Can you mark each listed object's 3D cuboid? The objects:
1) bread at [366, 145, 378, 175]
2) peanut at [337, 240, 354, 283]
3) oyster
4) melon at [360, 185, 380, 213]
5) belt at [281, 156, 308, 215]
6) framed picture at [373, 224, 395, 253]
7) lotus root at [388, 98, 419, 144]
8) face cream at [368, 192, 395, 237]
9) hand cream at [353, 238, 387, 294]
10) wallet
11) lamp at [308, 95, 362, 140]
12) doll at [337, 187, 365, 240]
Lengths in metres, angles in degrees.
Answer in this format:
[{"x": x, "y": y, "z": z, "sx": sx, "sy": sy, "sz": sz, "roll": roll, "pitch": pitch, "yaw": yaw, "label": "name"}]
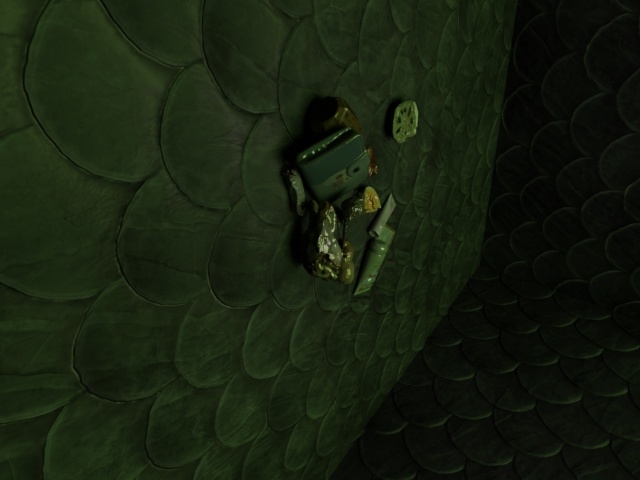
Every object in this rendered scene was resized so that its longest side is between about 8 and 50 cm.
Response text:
[{"x": 0.188, "y": -0.311, "z": 1.863, "sx": 0.135, "sy": 0.054, "sz": 0.154, "roll": -55, "pitch": 139, "yaw": -21, "label": "bread"}, {"x": 0.113, "y": 0.103, "z": 1.969, "sx": 0.104, "sy": 0.086, "sz": 0.227, "roll": -44, "pitch": 139, "yaw": -47, "label": "peanut"}, {"x": 0.006, "y": 0.003, "z": 1.632, "sx": 0.133, "sy": 0.198, "sz": 0.336, "roll": -42, "pitch": 146, "yaw": -60, "label": "oyster"}, {"x": 0.204, "y": -0.181, "z": 1.951, "sx": 0.160, "sy": 0.079, "sz": 0.128, "roll": -8, "pitch": 96, "yaw": -52, "label": "melon"}, {"x": -0.091, "y": -0.187, "z": 1.539, "sx": 0.071, "sy": 0.053, "sz": 0.231, "roll": -42, "pitch": 139, "yaw": -33, "label": "belt"}, {"x": 0.339, "y": -0.013, "z": 2.289, "sx": 0.201, "sy": 0.010, "sz": 0.135, "roll": 26, "pitch": 88, "yaw": -56, "label": "framed picture"}, {"x": 0.367, "y": -0.545, "z": 1.966, "sx": 0.183, "sy": 0.078, "sz": 0.203, "roll": -3, "pitch": 107, "yaw": -42, "label": "lotus root"}, {"x": 0.317, "y": -0.120, "z": 2.161, "sx": 0.243, "sy": 0.058, "sz": 0.092, "roll": -58, "pitch": 142, "yaw": -26, "label": "face cream"}, {"x": 0.256, "y": 0.140, "z": 2.206, "sx": 0.147, "sy": 0.093, "sz": 0.305, "roll": -12, "pitch": 127, "yaw": -49, "label": "hand cream"}, {"x": 0.064, "y": -0.259, "z": 1.561, "sx": 0.252, "sy": 0.083, "sz": 0.360, "roll": -30, "pitch": 158, "yaw": 3, "label": "wallet"}, {"x": 0.053, "y": -0.413, "z": 1.525, "sx": 0.161, "sy": 0.161, "sz": 0.185, "roll": -63, "pitch": 148, "yaw": -7, "label": "lamp"}, {"x": 0.113, "y": -0.124, "z": 1.716, "sx": 0.202, "sy": 0.091, "sz": 0.286, "roll": -60, "pitch": -176, "yaw": 19, "label": "doll"}]
